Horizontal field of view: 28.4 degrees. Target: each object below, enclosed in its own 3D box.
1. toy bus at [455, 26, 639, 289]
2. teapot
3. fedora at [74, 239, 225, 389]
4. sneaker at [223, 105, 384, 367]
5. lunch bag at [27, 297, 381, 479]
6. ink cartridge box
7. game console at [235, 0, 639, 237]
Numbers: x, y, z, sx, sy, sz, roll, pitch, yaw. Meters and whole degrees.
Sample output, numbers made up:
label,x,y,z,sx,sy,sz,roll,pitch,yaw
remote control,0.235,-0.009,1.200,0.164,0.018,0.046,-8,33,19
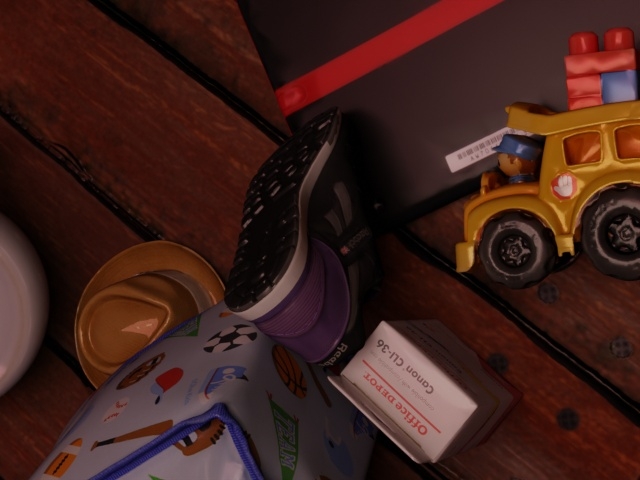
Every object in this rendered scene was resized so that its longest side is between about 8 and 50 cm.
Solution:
label,x,y,z,sx,sy,sz,roll,pitch,yaw
toy bus,0.222,-0.071,1.095,0.220,0.149,0.212,-7,94,24
teapot,-0.405,0.063,1.360,0.256,0.187,0.252,-34,103,1
fedora,-0.187,0.090,1.315,0.194,0.079,0.194,-1,87,22
sneaker,0.000,0.000,1.140,0.107,0.283,0.124,-33,117,34
lunch bag,-0.150,0.244,1.142,0.385,0.328,0.239,-31,101,16
ink cartridge box,0.096,0.130,1.128,0.115,0.198,0.067,41,103,19
game console,0.119,-0.220,1.218,0.386,0.060,0.342,-26,84,21
